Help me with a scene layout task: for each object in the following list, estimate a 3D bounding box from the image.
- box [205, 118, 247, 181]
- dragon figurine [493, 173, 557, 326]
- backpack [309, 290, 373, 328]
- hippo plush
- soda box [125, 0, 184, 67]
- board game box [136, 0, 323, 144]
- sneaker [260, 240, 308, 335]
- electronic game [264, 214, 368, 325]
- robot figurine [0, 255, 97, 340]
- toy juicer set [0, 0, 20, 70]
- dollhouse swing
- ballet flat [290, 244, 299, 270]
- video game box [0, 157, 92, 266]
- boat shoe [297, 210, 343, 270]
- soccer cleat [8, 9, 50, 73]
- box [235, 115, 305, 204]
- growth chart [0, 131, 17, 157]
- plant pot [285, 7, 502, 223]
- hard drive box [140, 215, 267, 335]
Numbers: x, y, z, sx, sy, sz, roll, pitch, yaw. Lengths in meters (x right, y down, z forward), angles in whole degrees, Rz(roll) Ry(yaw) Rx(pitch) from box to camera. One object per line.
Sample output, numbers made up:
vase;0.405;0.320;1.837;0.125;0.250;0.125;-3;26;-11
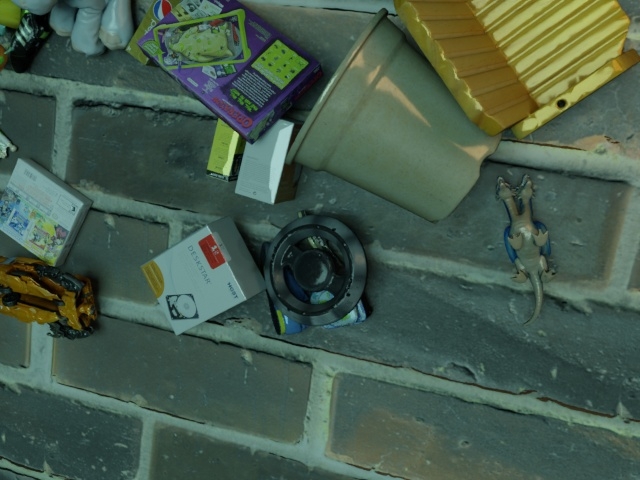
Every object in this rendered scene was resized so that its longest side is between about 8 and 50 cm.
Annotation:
box;-0.180;-0.245;1.512;0.058;0.087;0.232;17;102;12
dragon figurine;0.401;0.013;1.371;0.085;0.144;0.289;-12;114;17
backpack;0.037;0.135;1.502;0.114;0.084;0.105;-18;89;23
hippo plush;-0.509;-0.516;1.484;0.294;0.236;0.234;-17;95;22
soda box;-0.343;-0.468;1.542;0.061;0.058;0.181;39;107;9
board game box;-0.187;-0.368;1.435;0.208;0.056;0.347;-44;68;-11
sneaker;-0.077;0.101;1.551;0.082;0.069;0.209;-13;84;-17
electronic game;-0.012;0.061;1.459;0.229;0.048;0.229;-2;85;23
robot figurine;-0.657;0.129;1.695;0.291;0.085;0.211;11;124;15
toy juicer set;-0.750;-0.503;1.632;0.329;0.089;0.209;48;128;41
dollhouse swing;0.343;-0.382;1.217;0.315;0.305;0.347;-34;86;19
ballet flat;-0.060;0.032;1.545;0.041;0.041;0.114;-21;91;19
video game box;-0.671;-0.067;1.708;0.205;0.048;0.187;34;104;10
boat shoe;0.000;0.000;1.513;0.049;0.056;0.152;-27;89;4
soccer cleat;-0.669;-0.470;1.642;0.072;0.060;0.179;20;101;12
box;-0.095;-0.171;1.472;0.091;0.130;0.170;19;103;14
growth chart;-0.874;-0.214;1.762;0.237;0.021;0.172;-41;85;18
plant pot;0.151;-0.201;1.320;0.305;0.334;0.334;33;106;-2
hard drive box;-0.257;0.078;1.554;0.232;0.089;0.181;-29;89;32
